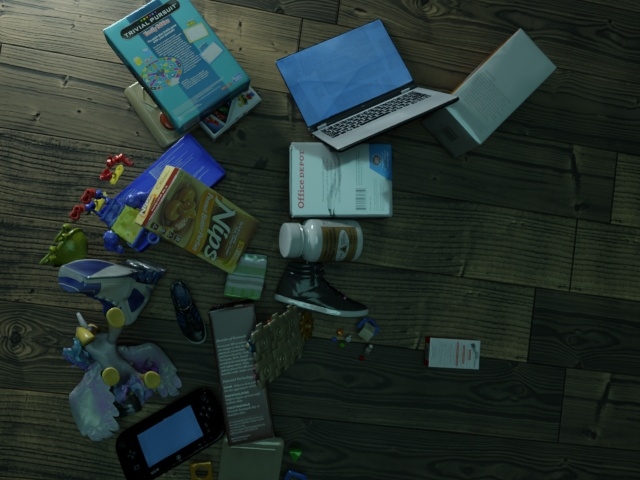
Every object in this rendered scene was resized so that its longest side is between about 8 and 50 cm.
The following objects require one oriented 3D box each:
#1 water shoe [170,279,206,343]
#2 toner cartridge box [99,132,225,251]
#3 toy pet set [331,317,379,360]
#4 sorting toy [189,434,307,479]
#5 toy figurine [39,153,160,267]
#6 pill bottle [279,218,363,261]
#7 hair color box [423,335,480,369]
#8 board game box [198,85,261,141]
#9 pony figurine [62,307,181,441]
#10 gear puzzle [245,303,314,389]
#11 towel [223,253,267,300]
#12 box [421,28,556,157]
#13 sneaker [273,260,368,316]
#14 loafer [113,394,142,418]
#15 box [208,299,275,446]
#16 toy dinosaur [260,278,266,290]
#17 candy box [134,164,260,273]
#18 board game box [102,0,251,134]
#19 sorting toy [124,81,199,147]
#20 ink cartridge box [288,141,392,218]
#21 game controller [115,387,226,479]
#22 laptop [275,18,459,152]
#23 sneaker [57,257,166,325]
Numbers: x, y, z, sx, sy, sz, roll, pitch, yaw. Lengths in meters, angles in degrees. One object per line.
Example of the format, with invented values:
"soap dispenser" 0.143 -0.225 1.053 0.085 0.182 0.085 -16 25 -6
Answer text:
"water shoe" -0.400 0.217 1.624 0.073 0.080 0.203 -23 91 -8
"toner cartridge box" -0.463 -0.141 1.632 0.348 0.075 0.165 -43 93 -7
"toy pet set" 0.120 0.293 1.715 0.122 0.065 0.114 36 118 -2
"sorting toy" -0.212 0.671 1.638 0.348 0.047 0.196 7 98 -8
"toy figurine" -0.552 -0.031 1.491 0.217 0.191 0.362 32 86 -10
"pill bottle" 0.000 0.000 1.635 0.229 0.131 0.131 0 88 -24
"hair color box" 0.419 0.357 1.745 0.167 0.053 0.093 5 86 -6
"board game box" -0.351 -0.473 1.643 0.193 0.053 0.305 -43 94 -14
"pony figurine" -0.551 0.343 1.483 0.303 0.363 0.351 -32 98 -31
"gear puzzle" -0.107 0.277 1.568 0.044 0.339 0.175 -1 102 28
"towel" -0.223 0.104 1.638 0.113 0.023 0.152 5 55 1
"box" 0.515 -0.449 1.708 0.345 0.215 0.168 -44 93 -8
"sneaker" 0.016 0.142 1.670 0.296 0.104 0.146 13 91 -3
"loafer" -0.613 0.496 1.598 0.170 0.062 0.061 -16 81 -18
"box" -0.228 0.372 1.586 0.143 0.191 0.381 -7 88 -8
"toy dinosaur" -0.209 0.126 1.686 0.090 0.047 0.082 -27 102 25
"candy box" -0.340 -0.053 1.552 0.316 0.087 0.183 35 78 -42
"board game box" -0.404 -0.513 1.565 0.254 0.079 0.336 -38 93 -14
"sorting toy" -0.471 -0.465 1.661 0.229 0.041 0.307 -35 93 -8
"ink cartridge box" 0.056 -0.177 1.677 0.307 0.129 0.223 0 88 -7
"game controller" -0.432 0.568 1.589 0.319 0.067 0.166 -30 56 -6
"laptop" 0.122 -0.476 1.626 0.382 0.408 0.236 -25 117 -8
"sneaker" -0.567 0.154 1.516 0.127 0.315 0.182 20 98 25
